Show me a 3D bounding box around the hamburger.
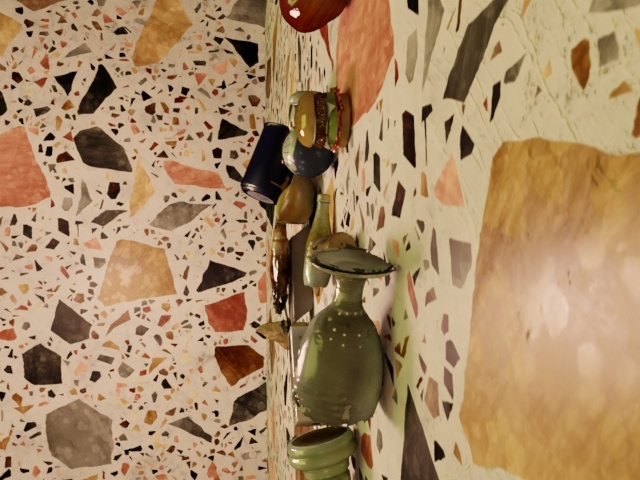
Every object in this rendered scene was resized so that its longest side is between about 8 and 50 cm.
[{"bbox_3d":[-0.001,-0.312,1.501,0.175,0.137,0.175,178,90,-82],"label":"hamburger"}]

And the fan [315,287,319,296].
[{"bbox_3d":[-0.019,0.069,1.937,0.226,0.008,0.152,-104,17,-50],"label":"fan"}]

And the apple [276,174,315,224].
[{"bbox_3d":[-0.071,-0.150,1.918,0.265,0.120,0.193,-89,17,-79],"label":"apple"}]

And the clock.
[{"bbox_3d":[-0.036,-0.303,1.662,0.199,0.147,0.243,63,-153,-79],"label":"clock"}]

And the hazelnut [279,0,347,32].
[{"bbox_3d":[-0.013,-0.647,1.459,0.181,0.181,0.212,64,-151,-65],"label":"hazelnut"}]

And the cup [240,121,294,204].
[{"bbox_3d":[-0.137,-0.253,2.079,0.178,0.255,0.256,7,73,56],"label":"cup"}]

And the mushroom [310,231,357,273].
[{"bbox_3d":[0.028,0.037,1.471,0.096,0.108,0.247,49,172,-4],"label":"mushroom"}]

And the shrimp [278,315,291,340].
[{"bbox_3d":[-0.067,0.306,1.922,0.046,0.152,0.219,-46,-7,-31],"label":"shrimp"}]

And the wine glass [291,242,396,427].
[{"bbox_3d":[0.045,0.194,1.155,0.190,0.191,0.356,-120,37,-69],"label":"wine glass"}]

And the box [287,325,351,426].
[{"bbox_3d":[0.002,0.337,1.445,0.067,0.155,0.242,106,162,-59],"label":"box"}]

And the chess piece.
[{"bbox_3d":[0.032,0.612,1.382,0.176,0.176,0.298,142,114,-77],"label":"chess piece"}]

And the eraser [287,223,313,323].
[{"bbox_3d":[-0.073,0.120,2.053,0.111,0.078,0.352,137,132,-72],"label":"eraser"}]

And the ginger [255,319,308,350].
[{"bbox_3d":[-0.139,0.348,2.085,0.115,0.193,0.122,-99,13,-66],"label":"ginger"}]

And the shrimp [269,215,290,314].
[{"bbox_3d":[-0.146,0.079,2.077,0.233,0.071,0.364,-133,44,-85],"label":"shrimp"}]

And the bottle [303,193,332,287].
[{"bbox_3d":[0.000,0.000,1.653,0.083,0.083,0.269,-160,76,-79],"label":"bottle"}]
